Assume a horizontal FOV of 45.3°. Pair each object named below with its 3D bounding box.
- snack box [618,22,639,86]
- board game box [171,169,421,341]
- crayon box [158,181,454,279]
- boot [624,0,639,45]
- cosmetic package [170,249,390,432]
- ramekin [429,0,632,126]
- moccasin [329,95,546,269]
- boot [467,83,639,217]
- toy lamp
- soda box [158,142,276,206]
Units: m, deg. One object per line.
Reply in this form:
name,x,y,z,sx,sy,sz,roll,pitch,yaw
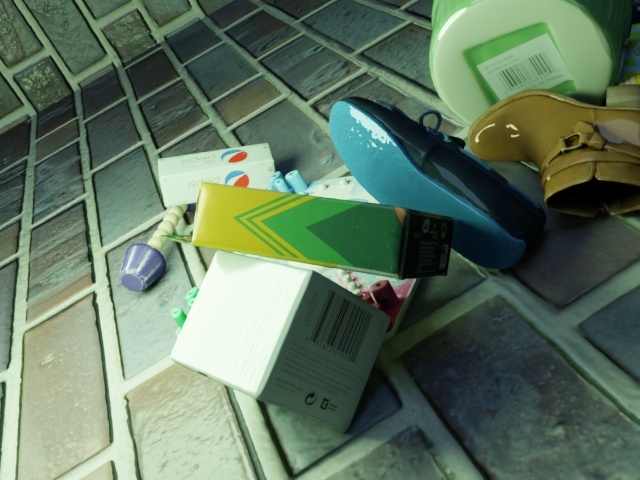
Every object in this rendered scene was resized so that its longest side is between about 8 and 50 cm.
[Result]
snack box,0.541,-0.262,1.122,0.174,0.070,0.207,-5,36,34
board game box,0.000,0.000,1.197,0.389,0.050,0.390,-4,38,35
crayon box,-0.014,-0.016,0.958,0.318,0.081,0.202,8,2,23
boot,0.548,-0.367,1.245,0.190,0.086,0.069,4,63,48
cosmetic package,-0.049,0.116,0.917,0.183,0.151,0.152,9,72,48
ramekin,0.308,-0.298,1.158,0.303,0.303,0.148,-9,43,30
moccasin,0.156,-0.088,1.065,0.116,0.138,0.342,-32,65,-32
boot,0.325,-0.109,1.060,0.283,0.109,0.220,-2,43,27
toy lamp,-0.297,-0.009,1.437,0.080,0.080,0.275,-13,31,26
soda box,-0.196,-0.126,1.461,0.216,0.069,0.074,-10,36,-8
